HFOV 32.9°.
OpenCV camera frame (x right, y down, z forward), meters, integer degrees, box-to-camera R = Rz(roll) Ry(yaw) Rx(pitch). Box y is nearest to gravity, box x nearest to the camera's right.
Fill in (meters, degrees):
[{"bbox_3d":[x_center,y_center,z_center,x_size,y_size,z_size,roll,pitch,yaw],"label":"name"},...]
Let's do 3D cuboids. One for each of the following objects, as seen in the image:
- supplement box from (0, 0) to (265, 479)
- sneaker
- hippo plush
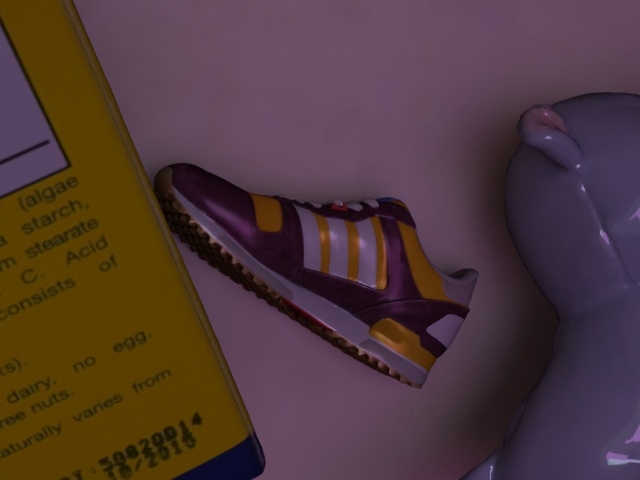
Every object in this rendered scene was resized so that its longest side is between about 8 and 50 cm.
[{"bbox_3d":[-0.180,-0.046,0.387,0.194,0.195,0.356,-24,130,-9],"label":"supplement box"},{"bbox_3d":[0.000,0.000,0.575,0.185,0.069,0.084,37,80,-21],"label":"sneaker"},{"bbox_3d":[0.187,0.041,0.575,0.294,0.234,0.236,-9,81,28],"label":"hippo plush"}]
